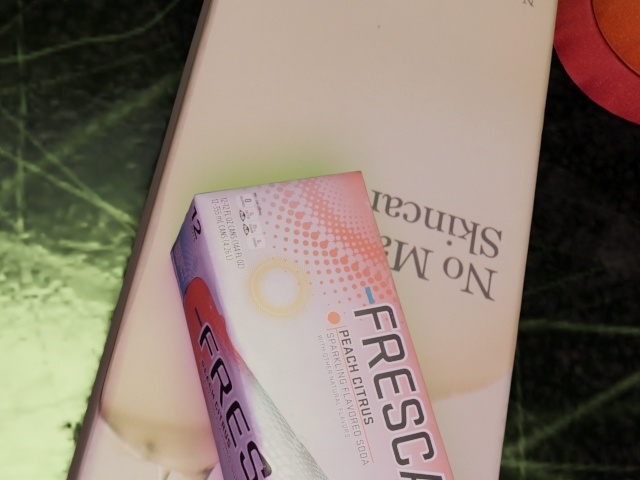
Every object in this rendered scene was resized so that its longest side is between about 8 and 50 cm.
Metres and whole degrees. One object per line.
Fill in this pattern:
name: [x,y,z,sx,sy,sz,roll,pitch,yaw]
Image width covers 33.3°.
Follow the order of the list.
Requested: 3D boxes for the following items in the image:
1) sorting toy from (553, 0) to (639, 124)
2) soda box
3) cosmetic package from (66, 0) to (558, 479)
sorting toy: [0.131,-0.236,0.597,0.127,0.126,0.365,-36,84,-25]
soda box: [0.002,0.072,0.352,0.063,0.058,0.183,-10,72,-20]
cosmetic package: [0.000,0.000,0.474,0.160,0.113,0.309,16,65,-11]
